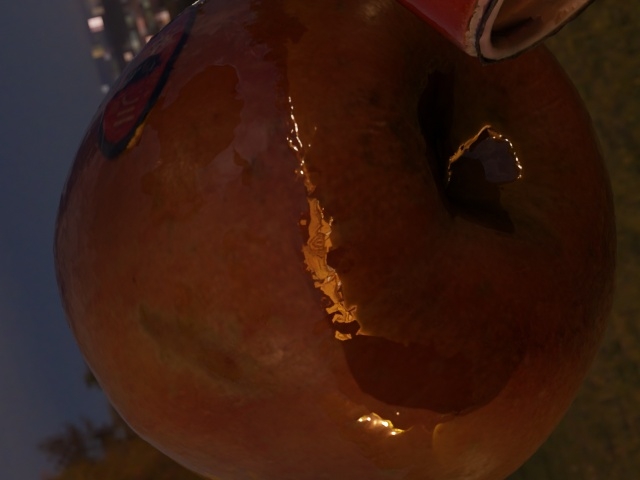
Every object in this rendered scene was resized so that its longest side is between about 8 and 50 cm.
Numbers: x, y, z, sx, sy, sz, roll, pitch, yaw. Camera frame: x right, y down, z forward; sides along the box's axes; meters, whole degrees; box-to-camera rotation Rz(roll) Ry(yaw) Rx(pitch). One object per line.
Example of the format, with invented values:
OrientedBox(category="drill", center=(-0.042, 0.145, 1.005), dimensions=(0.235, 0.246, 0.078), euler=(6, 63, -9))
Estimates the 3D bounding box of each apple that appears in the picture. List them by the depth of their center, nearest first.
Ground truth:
OrientedBox(category="apple", center=(0.000, 0.000, 0.977), dimensions=(0.305, 0.338, 0.338), euler=(-28, 72, 42))

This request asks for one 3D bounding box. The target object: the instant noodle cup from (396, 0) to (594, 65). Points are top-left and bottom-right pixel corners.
OrientedBox(category="instant noodle cup", center=(0.021, -0.119, 0.401), dimensions=(0.136, 0.127, 0.127), euler=(46, 167, 14))
